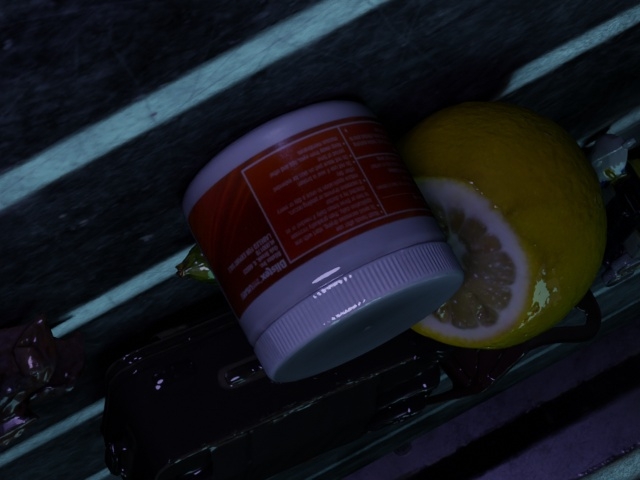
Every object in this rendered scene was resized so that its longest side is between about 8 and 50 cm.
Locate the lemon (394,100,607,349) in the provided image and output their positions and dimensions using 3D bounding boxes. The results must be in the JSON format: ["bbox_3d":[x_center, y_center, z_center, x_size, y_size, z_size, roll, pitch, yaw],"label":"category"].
[{"bbox_3d":[0.169,-0.025,1.589,0.240,0.240,0.219,-42,-179,42],"label":"lemon"}]

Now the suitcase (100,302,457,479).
[{"bbox_3d":[-0.055,0.170,1.894,0.434,0.194,0.283,-23,160,-20],"label":"suitcase"}]

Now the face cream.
[{"bbox_3d":[0.000,0.000,1.438,0.201,0.187,0.201,-27,165,-7],"label":"face cream"}]

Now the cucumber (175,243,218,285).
[{"bbox_3d":[-0.050,0.007,1.617,0.227,0.069,0.069,-14,160,-39],"label":"cucumber"}]

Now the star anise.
[{"bbox_3d":[-0.328,0.153,1.541,0.220,0.099,0.214,-32,174,13],"label":"star anise"}]

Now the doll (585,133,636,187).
[{"bbox_3d":[0.323,-0.073,2.054,0.114,0.057,0.227,-13,161,-35],"label":"doll"}]

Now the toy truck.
[{"bbox_3d":[0.470,-0.043,2.288,0.157,0.124,0.272,-24,165,-15],"label":"toy truck"}]

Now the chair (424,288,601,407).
[{"bbox_3d":[0.243,0.116,2.322,0.183,0.175,0.326,-46,153,26],"label":"chair"}]
